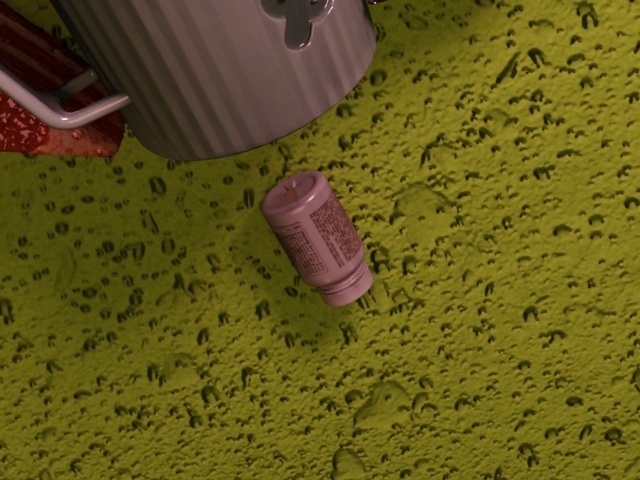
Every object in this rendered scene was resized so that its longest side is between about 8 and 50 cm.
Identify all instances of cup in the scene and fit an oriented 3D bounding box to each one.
[{"bbox_3d":[-0.174,-0.292,1.750,0.401,0.310,0.392,-15,123,14],"label":"cup"}]

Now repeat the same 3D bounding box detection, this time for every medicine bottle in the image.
[{"bbox_3d":[0.000,0.000,2.034,0.079,0.079,0.140,-27,116,8],"label":"medicine bottle"}]

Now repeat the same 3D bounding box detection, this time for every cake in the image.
[{"bbox_3d":[-0.340,-0.135,1.889,0.262,0.158,0.159,35,114,-22],"label":"cake"}]

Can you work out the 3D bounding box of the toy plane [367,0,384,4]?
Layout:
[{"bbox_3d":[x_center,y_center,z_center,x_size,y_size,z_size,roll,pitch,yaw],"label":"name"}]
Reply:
[{"bbox_3d":[0.196,-0.350,1.802,0.382,0.106,0.155,-26,112,-27],"label":"toy plane"}]
